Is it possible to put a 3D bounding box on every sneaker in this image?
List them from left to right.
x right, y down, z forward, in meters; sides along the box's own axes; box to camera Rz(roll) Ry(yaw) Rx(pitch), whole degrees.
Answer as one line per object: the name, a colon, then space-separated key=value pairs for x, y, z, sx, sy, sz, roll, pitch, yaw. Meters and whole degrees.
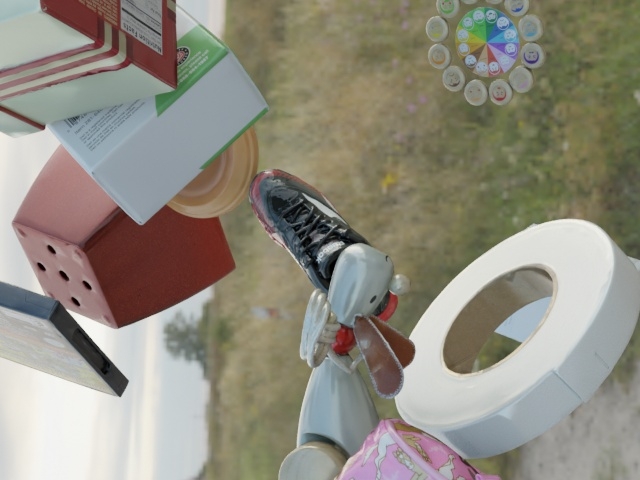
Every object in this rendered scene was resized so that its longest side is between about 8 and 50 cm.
sneaker: x=0.000 y=0.000 z=1.667 sx=0.276 sy=0.098 sz=0.135 roll=49 pitch=177 yaw=12

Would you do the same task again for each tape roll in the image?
tape roll: x=0.270 y=0.133 z=1.710 sx=0.392 sy=0.072 sz=0.392 roll=-39 pitch=21 yaw=18

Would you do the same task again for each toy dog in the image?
toy dog: x=0.061 y=0.189 z=1.458 sx=0.220 sy=0.161 sz=0.333 roll=-58 pitch=-21 yaw=-65

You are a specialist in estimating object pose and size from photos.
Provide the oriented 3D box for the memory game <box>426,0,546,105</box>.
memory game: x=0.228 y=-0.276 z=1.693 sx=0.012 sy=0.186 sz=0.186 roll=-31 pitch=-48 yaw=-51

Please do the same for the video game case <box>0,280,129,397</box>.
video game case: x=-0.420 y=0.113 z=1.643 sx=0.035 sy=0.275 sz=0.248 roll=-65 pitch=-24 yaw=-23

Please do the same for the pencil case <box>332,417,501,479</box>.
pencil case: x=0.029 y=0.369 z=1.266 sx=0.386 sy=0.167 sz=0.160 roll=-57 pitch=-3 yaw=3

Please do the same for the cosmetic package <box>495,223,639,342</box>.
cosmetic package: x=0.418 y=0.091 z=2.117 sx=0.224 sy=0.225 sz=0.138 roll=-28 pitch=-45 yaw=-55

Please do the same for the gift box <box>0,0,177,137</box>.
gift box: x=-0.307 y=-0.272 z=1.238 sx=0.255 sy=0.258 sz=0.276 roll=34 pitch=-131 yaw=-57

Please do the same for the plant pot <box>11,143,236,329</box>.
plant pot: x=-0.340 y=-0.011 z=1.995 sx=0.236 sy=0.267 sz=0.267 roll=-46 pitch=-43 yaw=-32

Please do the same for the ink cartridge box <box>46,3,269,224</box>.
ink cartridge box: x=-0.225 y=-0.183 z=1.399 sx=0.278 sy=0.201 sz=0.117 roll=43 pitch=174 yaw=39

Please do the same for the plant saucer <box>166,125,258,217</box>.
plant saucer: x=-0.184 y=-0.128 z=1.764 sx=0.037 sy=0.200 sz=0.199 roll=-21 pitch=-62 yaw=-60
